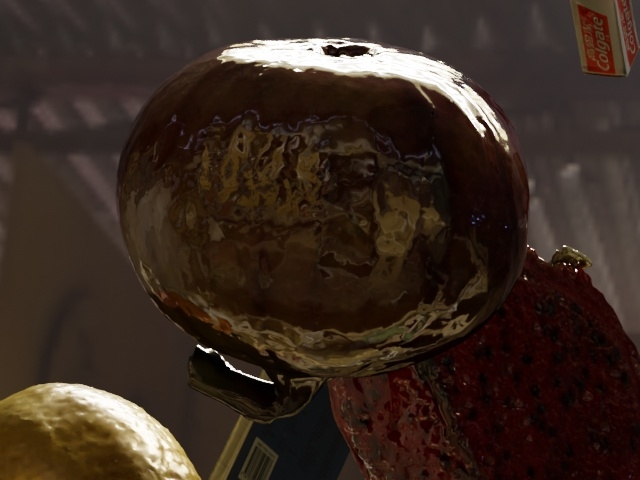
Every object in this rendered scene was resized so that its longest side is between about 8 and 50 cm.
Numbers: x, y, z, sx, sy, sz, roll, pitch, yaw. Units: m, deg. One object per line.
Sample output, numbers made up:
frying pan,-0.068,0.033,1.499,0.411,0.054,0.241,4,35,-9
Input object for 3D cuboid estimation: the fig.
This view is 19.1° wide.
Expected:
fig,0.005,-0.017,1.077,0.235,0.214,0.235,-20,8,3

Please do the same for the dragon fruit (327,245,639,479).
dragon fruit,0.126,0.118,1.420,0.205,0.317,0.152,-21,-4,-36

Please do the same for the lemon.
lemon,-0.170,0.198,1.303,0.188,0.256,0.188,-25,-39,-23

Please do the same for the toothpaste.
toothpaste,0.200,-0.207,1.382,0.040,0.047,0.196,8,-42,26

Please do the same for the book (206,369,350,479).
book,-0.009,0.170,1.969,0.025,0.269,0.191,14,-21,34
